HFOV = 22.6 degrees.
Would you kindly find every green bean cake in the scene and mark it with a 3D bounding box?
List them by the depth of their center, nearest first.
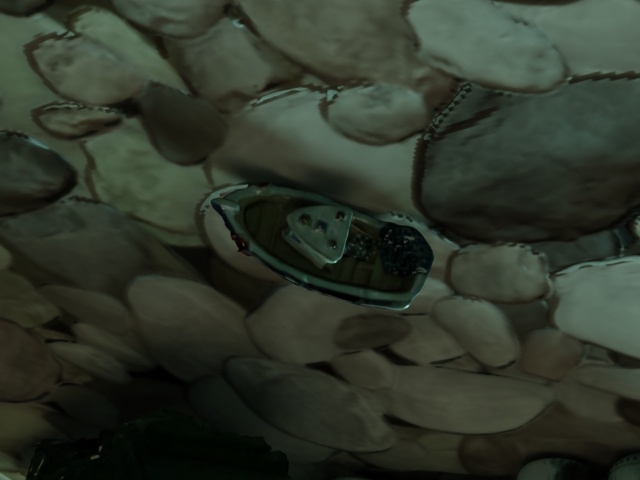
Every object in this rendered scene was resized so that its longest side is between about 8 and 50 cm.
[{"bbox_3d":[-0.087,0.148,0.756,0.107,0.193,0.208,11,128,-21],"label":"green bean cake"}]

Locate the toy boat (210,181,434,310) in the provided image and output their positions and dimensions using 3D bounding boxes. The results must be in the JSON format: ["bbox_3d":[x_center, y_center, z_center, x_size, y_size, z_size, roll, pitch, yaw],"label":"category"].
[{"bbox_3d":[0.000,0.000,0.570,0.083,0.038,0.038,18,149,-6],"label":"toy boat"}]

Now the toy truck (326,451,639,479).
[{"bbox_3d":[0.103,0.174,0.746,0.270,0.114,0.135,-9,137,30],"label":"toy truck"}]
